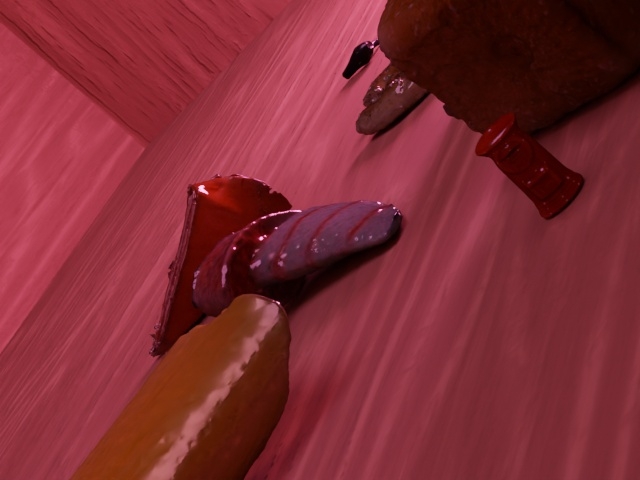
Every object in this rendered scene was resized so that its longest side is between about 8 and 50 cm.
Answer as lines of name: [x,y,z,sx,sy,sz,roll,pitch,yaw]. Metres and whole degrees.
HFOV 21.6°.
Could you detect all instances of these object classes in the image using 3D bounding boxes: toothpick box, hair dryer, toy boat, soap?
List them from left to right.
soap: [-0.173,0.247,1.510,0.427,0.115,0.306,-53,16,-19]
toy boat: [0.000,0.000,1.800,0.282,0.096,0.206,-22,13,47]
hair dryer: [0.073,-0.294,2.628,0.083,0.031,0.079,-40,-6,-43]
toothpick box: [0.164,-0.061,1.335,0.047,0.083,0.047,-46,13,14]

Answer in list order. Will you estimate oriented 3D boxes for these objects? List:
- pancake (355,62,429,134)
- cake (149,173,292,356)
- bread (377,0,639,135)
pancake: [0.133,-0.239,2.165,0.253,0.037,0.253,-47,11,12]
cake: [-0.164,0.032,2.226,0.287,0.135,0.098,-56,25,7]
bread: [0.181,-0.216,1.507,0.246,0.195,0.176,-31,25,55]
